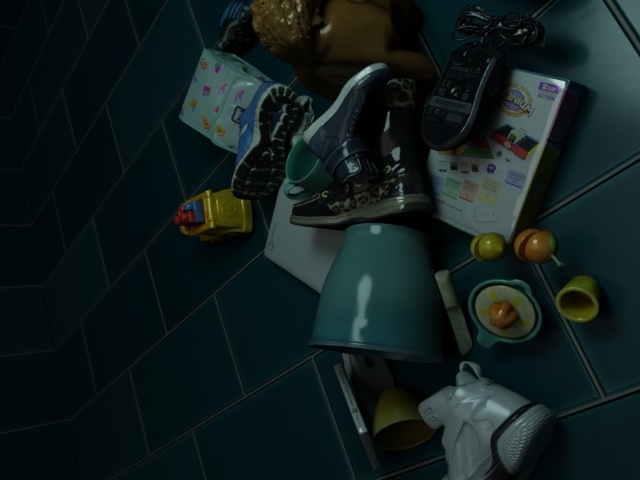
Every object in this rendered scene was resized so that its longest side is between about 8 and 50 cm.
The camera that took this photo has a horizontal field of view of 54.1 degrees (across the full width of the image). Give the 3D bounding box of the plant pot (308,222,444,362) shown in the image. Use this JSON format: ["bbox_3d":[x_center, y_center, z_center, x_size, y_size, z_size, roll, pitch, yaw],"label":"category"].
[{"bbox_3d":[0.127,0.107,1.284,0.272,0.272,0.255,-6,71,47],"label":"plant pot"}]

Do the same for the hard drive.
[{"bbox_3d":[0.000,0.000,1.557,0.353,0.047,0.232,31,112,43],"label":"hard drive"}]

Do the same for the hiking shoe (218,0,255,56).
[{"bbox_3d":[-0.197,-0.630,1.711,0.304,0.113,0.132,-22,75,45],"label":"hiking shoe"}]

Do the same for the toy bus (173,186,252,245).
[{"bbox_3d":[-0.333,-0.066,1.796,0.220,0.212,0.149,-17,80,47],"label":"toy bus"}]

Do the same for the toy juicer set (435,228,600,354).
[{"bbox_3d":[0.314,0.097,1.137,0.329,0.089,0.209,-33,95,44],"label":"toy juicer set"}]

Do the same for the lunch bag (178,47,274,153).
[{"bbox_3d":[-0.236,-0.373,1.729,0.262,0.160,0.223,38,114,24],"label":"lunch bag"}]

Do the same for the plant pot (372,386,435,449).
[{"bbox_3d":[0.169,0.372,1.336,0.134,0.134,0.095,-51,34,34],"label":"plant pot"}]

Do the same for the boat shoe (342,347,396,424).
[{"bbox_3d":[0.105,0.293,1.431,0.084,0.095,0.258,149,110,-75],"label":"boat shoe"}]

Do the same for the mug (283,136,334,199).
[{"bbox_3d":[-0.015,-0.176,1.518,0.158,0.097,0.129,-29,51,39],"label":"mug"}]

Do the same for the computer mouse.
[{"bbox_3d":[0.283,-0.282,1.145,0.188,0.072,0.272,34,102,43],"label":"computer mouse"}]

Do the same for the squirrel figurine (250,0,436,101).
[{"bbox_3d":[0.030,-0.521,1.276,0.281,0.397,0.370,-4,76,56],"label":"squirrel figurine"}]

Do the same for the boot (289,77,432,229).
[{"bbox_3d":[0.074,-0.168,1.343,0.377,0.138,0.284,-7,84,51],"label":"boot"}]

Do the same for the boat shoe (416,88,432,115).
[{"bbox_3d":[0.218,-0.293,1.321,0.049,0.056,0.152,-55,40,-1],"label":"boat shoe"}]

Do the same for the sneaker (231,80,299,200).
[{"bbox_3d":[-0.152,-0.256,1.618,0.329,0.130,0.147,-67,28,22],"label":"sneaker"}]

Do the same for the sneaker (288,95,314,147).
[{"bbox_3d":[-0.047,-0.298,1.599,0.061,0.054,0.152,-6,86,44],"label":"sneaker"}]

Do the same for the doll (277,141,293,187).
[{"bbox_3d":[-0.128,-0.204,1.691,0.189,0.046,0.129,-25,71,41],"label":"doll"}]

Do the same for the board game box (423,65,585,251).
[{"bbox_3d":[0.326,-0.168,1.191,0.242,0.064,0.316,32,113,42],"label":"board game box"}]

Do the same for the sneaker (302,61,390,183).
[{"bbox_3d":[0.082,-0.209,1.189,0.226,0.086,0.163,-46,61,30],"label":"sneaker"}]

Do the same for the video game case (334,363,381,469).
[{"bbox_3d":[0.082,0.389,1.377,0.190,0.022,0.173,72,176,-46],"label":"video game case"}]

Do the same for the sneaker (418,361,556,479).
[{"bbox_3d":[0.278,0.417,1.204,0.210,0.137,0.365,39,113,40],"label":"sneaker"}]
